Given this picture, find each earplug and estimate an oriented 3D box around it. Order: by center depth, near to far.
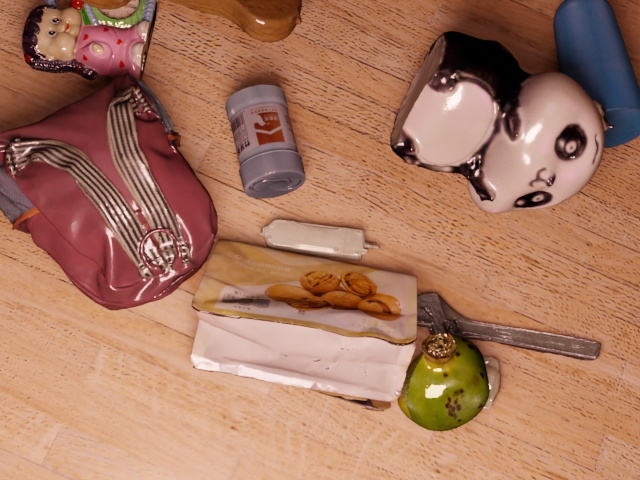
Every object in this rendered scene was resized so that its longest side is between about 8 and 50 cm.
[{"bbox_3d":[0.470,-0.307,1.512,0.132,0.132,0.272,-1,66,-9],"label":"earplug"}]

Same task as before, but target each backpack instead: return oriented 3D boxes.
[{"bbox_3d":[-0.298,-0.059,1.267,0.283,0.197,0.317,-33,80,-21],"label":"backpack"}]

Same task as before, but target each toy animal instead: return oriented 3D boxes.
[{"bbox_3d":[0.290,-0.180,1.382,0.310,0.251,0.251,26,68,-6],"label":"toy animal"}]

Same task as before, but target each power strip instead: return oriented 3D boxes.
[{"bbox_3d":[0.000,0.000,1.377,0.191,0.030,0.047,7,68,-5],"label":"power strip"}]

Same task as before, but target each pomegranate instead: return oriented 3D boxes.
[{"bbox_3d":[0.184,0.202,1.257,0.122,0.169,0.143,41,59,12],"label":"pomegranate"}]

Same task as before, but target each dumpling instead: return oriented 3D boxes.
[{"bbox_3d":[0.243,0.214,1.330,0.059,0.043,0.077,6,84,12],"label":"dumpling"}]

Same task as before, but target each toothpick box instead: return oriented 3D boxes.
[{"bbox_3d":[-0.088,-0.155,1.384,0.101,0.101,0.153,-11,72,-12],"label":"toothpick box"}]

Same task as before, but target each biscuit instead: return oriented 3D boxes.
[{"bbox_3d":[-0.230,-0.484,1.460,0.394,0.076,0.368,7,52,-15],"label":"biscuit"}]

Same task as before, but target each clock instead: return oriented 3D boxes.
[{"bbox_3d":[-0.371,-0.343,1.418,0.196,0.100,0.194,9,65,-8],"label":"clock"}]

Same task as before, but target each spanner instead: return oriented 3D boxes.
[{"bbox_3d":[0.282,0.144,1.370,0.326,0.026,0.093,11,68,-6],"label":"spanner"}]

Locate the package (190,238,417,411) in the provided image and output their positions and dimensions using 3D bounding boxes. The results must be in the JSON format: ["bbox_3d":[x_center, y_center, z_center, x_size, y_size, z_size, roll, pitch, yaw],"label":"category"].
[{"bbox_3d":[-0.025,0.131,1.280,0.311,0.165,0.221,10,27,0],"label":"package"}]
